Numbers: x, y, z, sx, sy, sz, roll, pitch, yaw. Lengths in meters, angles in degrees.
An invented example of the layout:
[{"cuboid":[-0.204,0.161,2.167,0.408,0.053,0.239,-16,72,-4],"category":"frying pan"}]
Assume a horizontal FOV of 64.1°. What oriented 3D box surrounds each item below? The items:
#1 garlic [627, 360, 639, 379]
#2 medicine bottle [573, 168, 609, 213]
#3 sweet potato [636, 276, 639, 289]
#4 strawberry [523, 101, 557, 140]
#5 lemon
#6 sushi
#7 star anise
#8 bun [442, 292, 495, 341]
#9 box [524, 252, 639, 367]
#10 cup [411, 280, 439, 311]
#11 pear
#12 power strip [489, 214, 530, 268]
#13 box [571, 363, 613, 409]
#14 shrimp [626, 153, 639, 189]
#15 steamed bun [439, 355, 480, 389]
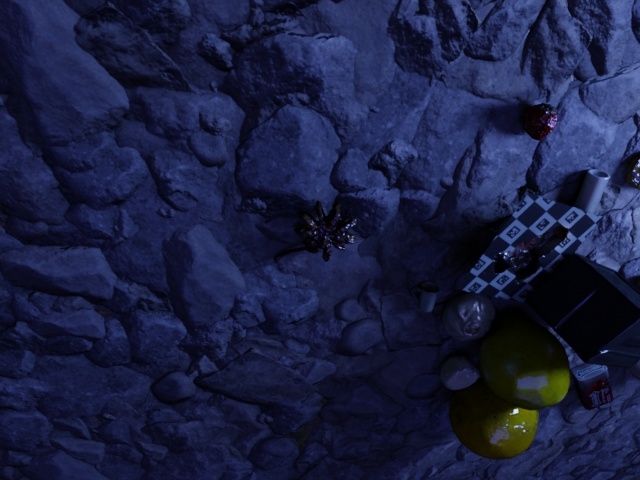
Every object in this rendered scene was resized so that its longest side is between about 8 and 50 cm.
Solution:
[{"cuboid":[1.207,0.429,1.828,0.228,0.152,0.227,10,132,11],"category":"garlic"},{"cuboid":[0.749,-0.087,1.456,0.059,0.059,0.230,-1,124,-10],"category":"medicine bottle"},{"cuboid":[1.195,0.099,1.648,0.342,0.092,0.114,-28,108,8],"category":"sweet potato"},{"cuboid":[0.545,-0.294,1.269,0.083,0.083,0.096,-15,132,0],"category":"strawberry"},{"cuboid":[0.597,0.611,1.772,0.298,0.297,0.296,-5,125,-7],"category":"lemon"},{"cuboid":[0.571,0.018,1.444,0.320,0.068,0.339,11,123,-28],"category":"sushi"},{"cuboid":[-0.001,0.001,1.368,0.178,0.073,0.233,22,125,-14],"category":"star anise"},{"cuboid":[0.476,0.250,1.609,0.184,0.102,0.183,-7,126,-10],"category":"bun"},{"cuboid":[0.834,0.214,1.514,0.345,0.251,0.204,15,121,-41],"category":"box"},{"cuboid":[0.317,0.173,1.554,0.075,0.054,0.083,-3,127,-10],"category":"cup"},{"cuboid":[0.641,0.385,1.629,0.295,0.294,0.294,-5,125,-7],"category":"pear"},{"cuboid":[0.568,0.008,1.495,0.137,0.044,0.216,-42,122,18],"category":"power strip"},{"cuboid":[1.034,0.548,1.941,0.120,0.069,0.224,-25,126,7],"category":"box"},{"cuboid":[0.984,-0.189,1.428,0.263,0.066,0.117,-2,124,-12],"category":"shrimp"},{"cuboid":[0.473,0.449,1.749,0.113,0.090,0.130,34,115,-24],"category":"steamed bun"}]
